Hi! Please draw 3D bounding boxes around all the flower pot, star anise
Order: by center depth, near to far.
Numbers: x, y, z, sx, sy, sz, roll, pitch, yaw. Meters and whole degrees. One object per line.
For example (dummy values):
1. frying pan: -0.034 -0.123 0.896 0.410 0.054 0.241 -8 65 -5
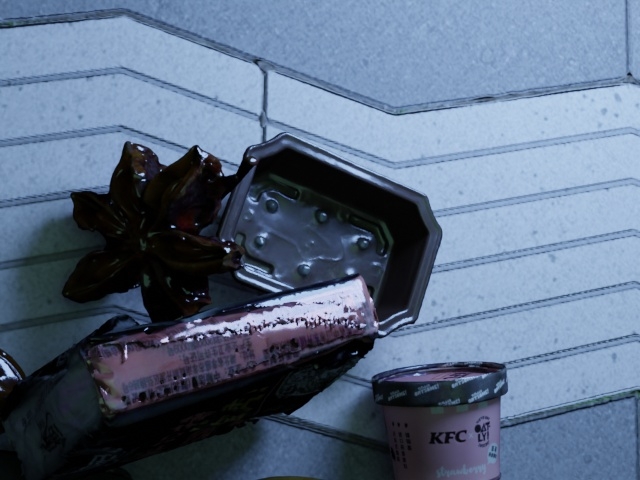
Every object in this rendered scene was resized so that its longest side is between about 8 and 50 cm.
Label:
1. star anise: -0.164 0.001 1.449 0.126 0.220 0.190 28 73 -59
2. flower pot: 0.000 0.000 1.561 0.250 0.084 0.179 23 73 -18

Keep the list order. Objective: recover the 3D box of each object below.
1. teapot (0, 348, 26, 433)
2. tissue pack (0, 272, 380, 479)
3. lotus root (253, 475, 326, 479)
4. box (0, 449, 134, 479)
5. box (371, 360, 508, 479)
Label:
1. teapot: -0.354 0.146 1.397 0.129 0.078 0.098 24 73 -16
2. tissue pack: -0.127 0.130 1.368 0.332 0.245 0.123 -12 72 -36
3. lotus root: -0.060 0.322 1.409 0.310 0.182 0.183 15 75 -39
4. box: -0.349 0.374 1.358 0.359 0.091 0.350 13 76 -19
5. box: 0.136 0.210 1.551 0.151 0.151 0.135 -4 92 -22
